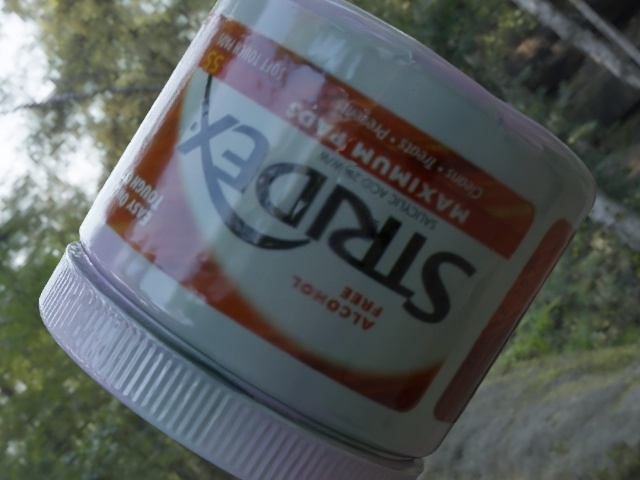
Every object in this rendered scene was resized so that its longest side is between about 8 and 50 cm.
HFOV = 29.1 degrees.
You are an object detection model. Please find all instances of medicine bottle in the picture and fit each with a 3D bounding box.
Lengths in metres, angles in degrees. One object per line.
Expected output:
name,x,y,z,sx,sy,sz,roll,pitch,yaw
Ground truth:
medicine bottle,0.000,0.000,0.736,0.241,0.252,0.252,-59,0,4
